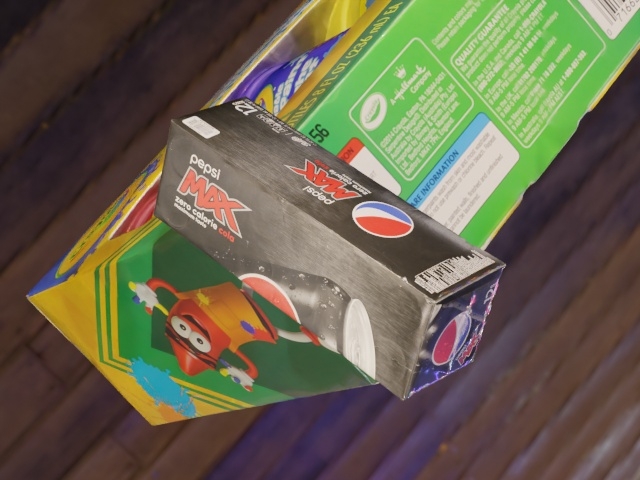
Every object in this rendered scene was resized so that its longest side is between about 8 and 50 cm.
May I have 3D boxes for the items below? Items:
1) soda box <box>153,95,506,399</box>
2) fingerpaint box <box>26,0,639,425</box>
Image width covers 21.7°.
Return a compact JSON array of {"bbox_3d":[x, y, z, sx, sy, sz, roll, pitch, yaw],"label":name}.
[{"bbox_3d":[0.000,0.000,0.775,0.053,0.169,0.060,-22,137,-44],"label":"soda box"},{"bbox_3d":[0.025,-0.083,1.279,0.163,0.371,0.445,47,63,-13],"label":"fingerpaint box"}]
